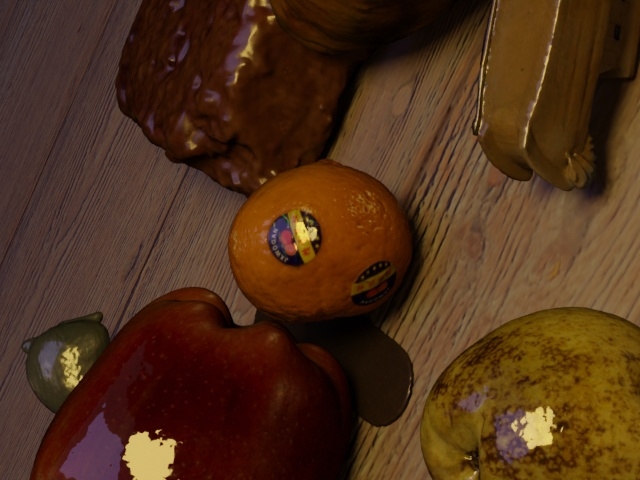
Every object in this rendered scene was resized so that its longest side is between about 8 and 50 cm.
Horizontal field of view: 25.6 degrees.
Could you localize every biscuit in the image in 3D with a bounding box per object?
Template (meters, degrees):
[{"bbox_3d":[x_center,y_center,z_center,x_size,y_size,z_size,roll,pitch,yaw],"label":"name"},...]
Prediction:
[{"bbox_3d":[-0.094,-0.245,1.651,0.343,0.166,0.395,-65,30,5],"label":"biscuit"}]

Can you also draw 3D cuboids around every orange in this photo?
[{"bbox_3d":[-0.001,0.003,1.347,0.177,0.177,0.155,-32,74,46],"label":"orange"}]

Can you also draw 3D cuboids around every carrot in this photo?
[{"bbox_3d":[0.059,-0.326,1.320,0.341,0.241,0.242,125,156,-73],"label":"carrot"}]

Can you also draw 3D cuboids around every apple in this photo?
[{"bbox_3d":[-0.122,0.212,1.329,0.288,0.288,0.317,20,81,59],"label":"apple"}]

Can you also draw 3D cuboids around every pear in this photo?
[{"bbox_3d":[0.168,0.139,0.996,0.197,0.197,0.197,-34,46,44],"label":"pear"}]

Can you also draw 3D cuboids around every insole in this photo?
[{"bbox_3d":[0.007,0.104,1.441,0.328,0.007,0.111,30,100,59],"label":"insole"}]

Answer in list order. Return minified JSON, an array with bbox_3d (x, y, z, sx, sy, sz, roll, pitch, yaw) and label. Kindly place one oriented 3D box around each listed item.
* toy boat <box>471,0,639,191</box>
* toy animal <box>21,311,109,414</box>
[{"bbox_3d":[0.213,-0.200,1.169,0.089,0.121,0.321,8,88,53],"label":"toy boat"},{"bbox_3d":[-0.290,0.214,1.753,0.108,0.138,0.236,112,148,-67],"label":"toy animal"}]
